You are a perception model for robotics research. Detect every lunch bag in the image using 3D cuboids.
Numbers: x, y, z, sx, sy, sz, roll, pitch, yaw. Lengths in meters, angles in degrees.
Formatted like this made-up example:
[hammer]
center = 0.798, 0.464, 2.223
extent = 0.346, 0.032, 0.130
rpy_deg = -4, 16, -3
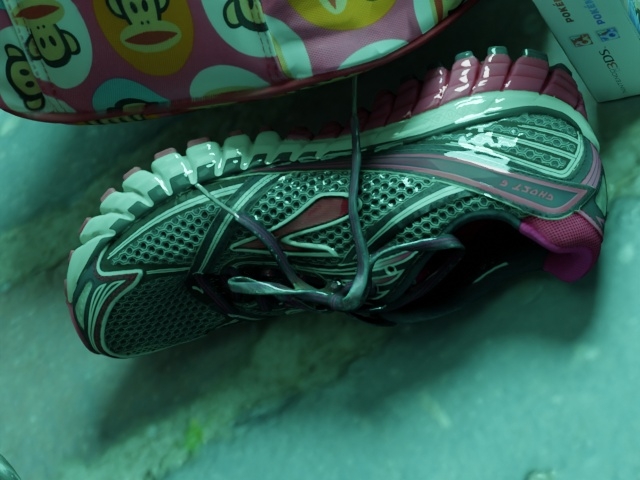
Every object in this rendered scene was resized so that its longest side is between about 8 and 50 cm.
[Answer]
[lunch bag]
center = -0.034, -0.165, 0.874
extent = 0.293, 0.120, 0.258
rpy_deg = -2, 24, 35

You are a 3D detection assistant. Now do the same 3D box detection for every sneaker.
[sneaker]
center = 0.000, 0.000, 0.805
extent = 0.299, 0.121, 0.112
rpy_deg = -21, 57, 17

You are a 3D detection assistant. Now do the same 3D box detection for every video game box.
[video game box]
center = 0.131, -0.206, 0.808
extent = 0.048, 0.187, 0.205
rpy_deg = -12, 57, 28

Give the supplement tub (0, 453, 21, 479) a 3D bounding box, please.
[supplement tub]
center = -0.237, 0.228, 0.751
extent = 0.207, 0.207, 0.338
rpy_deg = -23, 54, 16
